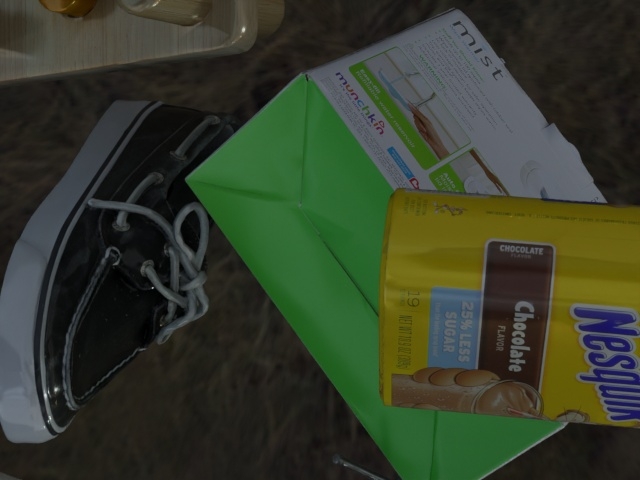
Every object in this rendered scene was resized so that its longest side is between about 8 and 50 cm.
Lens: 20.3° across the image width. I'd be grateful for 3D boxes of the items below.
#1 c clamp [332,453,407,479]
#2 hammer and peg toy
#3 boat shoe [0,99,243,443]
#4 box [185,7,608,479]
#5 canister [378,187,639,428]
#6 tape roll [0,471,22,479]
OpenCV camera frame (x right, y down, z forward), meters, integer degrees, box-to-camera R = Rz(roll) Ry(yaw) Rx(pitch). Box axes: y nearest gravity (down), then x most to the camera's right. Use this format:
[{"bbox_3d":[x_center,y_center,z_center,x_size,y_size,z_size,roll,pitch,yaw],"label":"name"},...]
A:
[{"bbox_3d":[0.015,0.203,1.148,0.137,0.022,0.160,25,122,-30],"label":"c clamp"},{"bbox_3d":[-0.151,-0.282,1.117,0.266,0.127,0.361,-5,85,35],"label":"hammer and peg toy"},{"bbox_3d":[-0.119,0.014,1.156,0.105,0.306,0.113,3,124,14],"label":"boat shoe"},{"bbox_3d":[0.082,0.000,1.163,0.127,0.231,0.262,-38,87,32],"label":"box"},{"bbox_3d":[0.113,0.034,0.816,0.170,0.126,0.073,4,52,6],"label":"canister"},{"bbox_3d":[-0.232,0.283,1.202,0.392,0.392,0.072,28,109,-2],"label":"tape roll"}]
